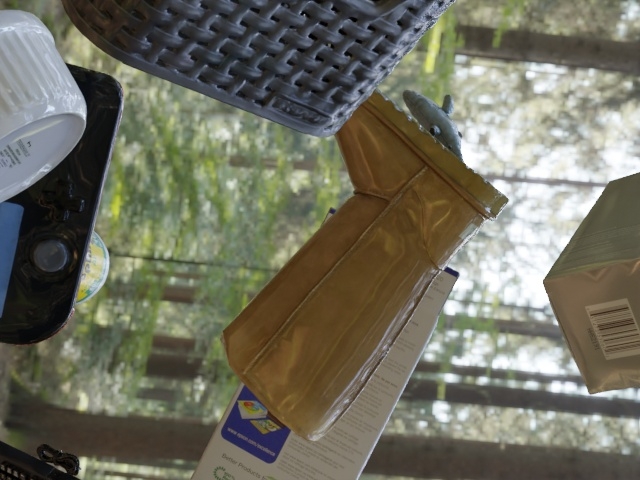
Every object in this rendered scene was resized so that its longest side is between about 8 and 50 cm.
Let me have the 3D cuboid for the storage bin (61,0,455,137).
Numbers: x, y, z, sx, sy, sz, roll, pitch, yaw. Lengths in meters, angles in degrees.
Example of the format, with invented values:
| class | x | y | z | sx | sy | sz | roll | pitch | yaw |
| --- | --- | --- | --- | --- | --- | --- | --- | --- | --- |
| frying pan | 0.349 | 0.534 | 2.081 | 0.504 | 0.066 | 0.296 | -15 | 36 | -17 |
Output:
| class | x | y | z | sx | sy | sz | roll | pitch | yaw |
| --- | --- | --- | --- | --- | --- | --- | --- | --- | --- |
| storage bin | -0.034 | -0.140 | 0.381 | 0.084 | 0.122 | 0.180 | -44 | -133 | 31 |

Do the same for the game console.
| class | x | y | z | sx | sy | sz | roll | pitch | yaw |
| --- | --- | --- | --- | --- | --- | --- | --- | --- | --- |
| game console | -0.444 | -0.065 | 1.109 | 0.060 | 0.386 | 0.342 | -114 | -141 | -66 |

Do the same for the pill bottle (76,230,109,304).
| class | x | y | z | sx | sy | sz | roll | pitch | yaw |
| --- | --- | --- | --- | --- | --- | --- | --- | --- | --- |
| pill bottle | -0.377 | 0.017 | 1.321 | 0.208 | 0.117 | 0.118 | 40 | 54 | -72 |

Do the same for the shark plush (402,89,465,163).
| class | x | y | z | sx | sy | sz | roll | pitch | yaw |
| --- | --- | --- | --- | --- | --- | --- | --- | --- | --- |
| shark plush | 0.172 | -0.155 | 1.481 | 0.067 | 0.073 | 0.161 | 18 | 50 | -54 |

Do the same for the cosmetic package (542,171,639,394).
| class | x | y | z | sx | sy | sz | roll | pitch | yaw |
| --- | --- | --- | --- | --- | --- | --- | --- | --- | --- |
| cosmetic package | 0.308 | 0.027 | 0.936 | 0.238 | 0.107 | 0.127 | -40 | 109 | -53 |

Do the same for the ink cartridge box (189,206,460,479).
| class | x | y | z | sx | sy | sz | roll | pitch | yaw |
| --- | --- | --- | --- | --- | --- | --- | --- | --- | --- |
| ink cartridge box | 0.007 | 0.165 | 1.178 | 0.371 | 0.175 | 0.069 | -63 | 170 | 2 |

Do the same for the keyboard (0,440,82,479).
| class | x | y | z | sx | sy | sz | roll | pitch | yaw |
| --- | --- | --- | --- | --- | --- | --- | --- | --- | --- |
| keyboard | -0.280 | 0.264 | 1.034 | 0.023 | 0.180 | 0.108 | -22 | 125 | -60 |

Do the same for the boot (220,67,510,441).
| class | x | y | z | sx | sy | sz | roll | pitch | yaw |
| --- | --- | --- | --- | --- | --- | --- | --- | --- | --- |
| boot | 0.000 | 0.000 | 0.879 | 0.269 | 0.236 | 0.089 | -50 | 152 | 7 |

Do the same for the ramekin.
| class | x | y | z | sx | sy | sz | roll | pitch | yaw |
| --- | --- | --- | --- | --- | --- | --- | --- | --- | --- |
| ramekin | -0.327 | -0.116 | 0.967 | 0.109 | 0.207 | 0.207 | 53 | -6 | 5 |
